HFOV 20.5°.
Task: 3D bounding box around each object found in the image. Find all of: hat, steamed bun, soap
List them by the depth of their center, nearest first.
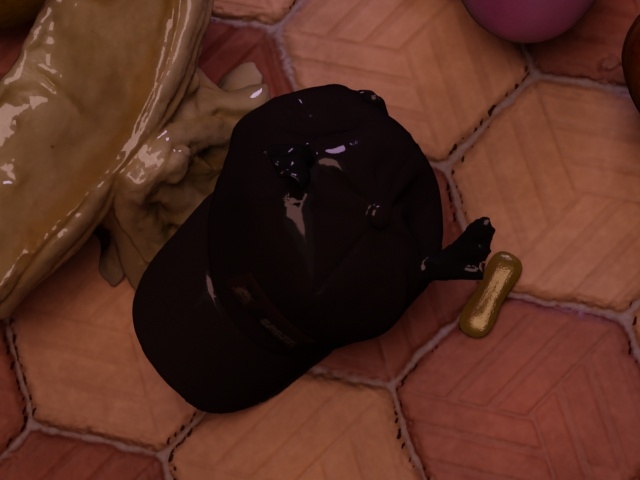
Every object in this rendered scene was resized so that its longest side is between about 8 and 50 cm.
[{"bbox_3d":[-0.006,0.020,1.586,0.238,0.209,0.336,41,83,-18],"label":"hat"},{"bbox_3d":[0.161,0.051,1.679,0.034,0.012,0.089,26,80,15],"label":"soap"},{"bbox_3d":[-0.184,-0.089,1.700,0.247,0.189,0.428,23,84,28],"label":"steamed bun"}]

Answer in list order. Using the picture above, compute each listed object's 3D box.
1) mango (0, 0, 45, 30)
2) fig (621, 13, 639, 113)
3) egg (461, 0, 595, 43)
[{"bbox_3d":[-0.305,-0.351,1.790,0.365,0.182,0.253,-31,70,-12],"label":"mango"},{"bbox_3d":[0.368,-0.135,1.640,0.149,0.148,0.202,-19,113,33],"label":"fig"},{"bbox_3d":[0.206,-0.324,1.671,0.196,0.196,0.271,-4,101,8],"label":"egg"}]
